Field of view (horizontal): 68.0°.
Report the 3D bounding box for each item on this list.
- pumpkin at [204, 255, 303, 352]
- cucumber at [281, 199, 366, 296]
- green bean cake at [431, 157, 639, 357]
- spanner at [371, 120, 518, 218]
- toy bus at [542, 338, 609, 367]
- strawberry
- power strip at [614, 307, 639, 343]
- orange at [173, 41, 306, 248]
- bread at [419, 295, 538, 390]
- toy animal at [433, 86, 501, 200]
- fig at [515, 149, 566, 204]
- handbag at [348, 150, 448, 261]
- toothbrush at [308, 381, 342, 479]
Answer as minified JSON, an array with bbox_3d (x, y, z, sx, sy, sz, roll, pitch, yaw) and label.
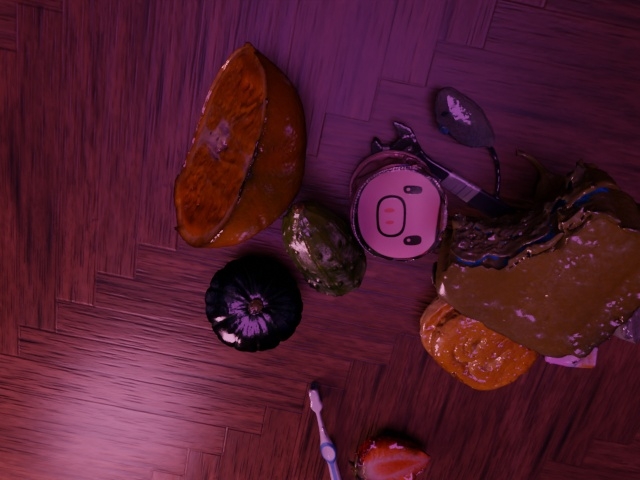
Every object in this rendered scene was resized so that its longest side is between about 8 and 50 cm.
[{"bbox_3d":[-0.130,0.123,0.939,0.194,0.150,0.194,-3,108,-8],"label":"pumpkin"},{"bbox_3d":[-0.003,0.000,0.845,0.134,0.134,0.244,-19,147,8],"label":"cucumber"},{"bbox_3d":[0.368,0.006,0.786,0.285,0.202,0.310,31,126,0],"label":"green bean cake"},{"bbox_3d":[0.241,-0.119,0.891,0.316,0.024,0.087,30,125,-5],"label":"spanner"},{"bbox_3d":[0.504,0.116,0.942,0.112,0.090,0.274,0,107,10],"label":"toy bus"},{"bbox_3d":[0.157,0.499,1.088,0.187,0.082,0.147,-9,113,-1],"label":"strawberry"},{"bbox_3d":[0.653,0.107,0.902,0.272,0.052,0.078,-25,110,-15],"label":"power strip"},{"bbox_3d":[-0.146,-0.136,0.803,0.274,0.274,0.310,45,78,-12],"label":"orange"},{"bbox_3d":[0.319,0.195,0.956,0.236,0.120,0.198,36,116,-6],"label":"bread"},{"bbox_3d":[0.286,-0.178,0.875,0.079,0.070,0.253,-14,125,43],"label":"toy animal"},{"bbox_3d":[0.421,-0.094,0.873,0.093,0.093,0.166,-37,106,13],"label":"fig"},{"bbox_3d":[0.137,-0.060,0.868,0.179,0.116,0.205,0,120,9],"label":"handbag"},{"bbox_3d":[0.021,0.503,1.114,0.040,0.040,0.386,-11,108,6],"label":"toothbrush"}]
